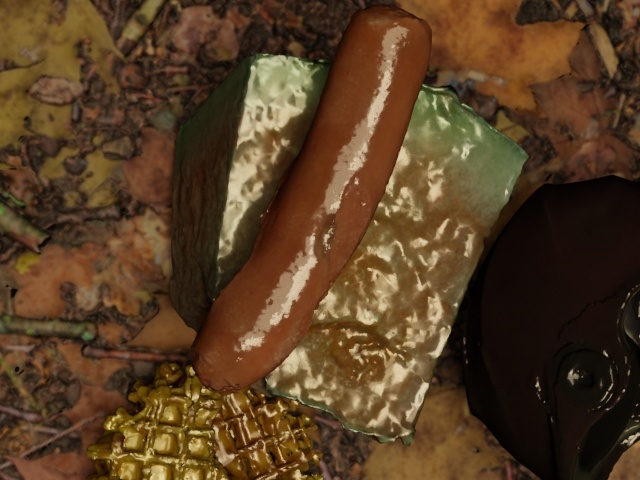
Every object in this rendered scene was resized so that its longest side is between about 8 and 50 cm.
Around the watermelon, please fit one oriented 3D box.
[{"bbox_3d":[-0.001,-0.009,1.357,0.264,0.151,0.302,17,97,-14],"label":"watermelon"}]

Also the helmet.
[{"bbox_3d":[0.208,0.077,1.353,0.177,0.225,0.305,28,83,20],"label":"helmet"}]

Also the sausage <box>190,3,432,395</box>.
[{"bbox_3d":[-0.002,-0.026,1.235,0.087,0.079,0.327,23,95,-35],"label":"sausage"}]

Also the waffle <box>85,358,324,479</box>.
[{"bbox_3d":[-0.099,0.197,1.364,0.193,0.070,0.197,35,84,-6],"label":"waffle"}]
